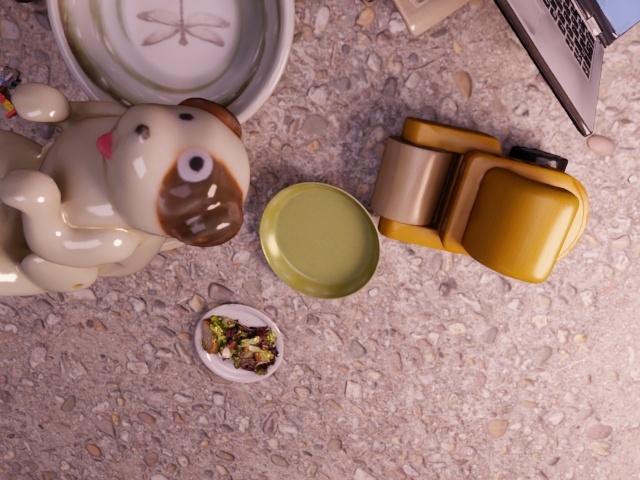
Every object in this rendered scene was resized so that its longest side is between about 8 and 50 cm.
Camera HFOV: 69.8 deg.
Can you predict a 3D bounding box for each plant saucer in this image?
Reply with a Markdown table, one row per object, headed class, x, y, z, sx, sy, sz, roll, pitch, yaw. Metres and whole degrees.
| class | x | y | z | sx | sy | sz | roll | pitch | yaw |
| --- | --- | --- | --- | --- | --- | --- | --- | --- | --- |
| plant saucer | -0.233 | -0.369 | 0.752 | 0.399 | 0.101 | 0.401 | 2 | 111 | 5 |
| plant saucer | 0.000 | 0.000 | 0.873 | 0.240 | 0.037 | 0.241 | 8 | 116 | 17 |

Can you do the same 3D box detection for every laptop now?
| class | x | y | z | sx | sy | sz | roll | pitch | yaw |
| --- | --- | --- | --- | --- | --- | --- | --- | --- | --- |
| laptop | 0.370 | -0.428 | 0.574 | 0.382 | 0.408 | 0.236 | 45 | 141 | -17 |

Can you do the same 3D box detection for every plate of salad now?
| class | x | y | z | sx | sy | sz | roll | pitch | yaw |
| --- | --- | --- | --- | --- | --- | --- | --- | --- | --- |
| plate of salad | -0.179 | 0.230 | 0.993 | 0.199 | 0.048 | 0.200 | 2 | 109 | 6 |

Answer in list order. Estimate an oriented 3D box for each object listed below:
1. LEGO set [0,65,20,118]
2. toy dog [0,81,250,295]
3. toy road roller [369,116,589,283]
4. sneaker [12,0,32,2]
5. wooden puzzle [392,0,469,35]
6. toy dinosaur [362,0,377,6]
| class | x | y | z | sx | sy | sz | roll | pitch | yaw |
| --- | --- | --- | --- | --- | --- | --- | --- | --- | --- |
| LEGO set | -0.661 | -0.249 | 0.870 | 0.182 | 0.060 | 0.245 | 7 | 110 | 0 |
| toy dog | -0.294 | -0.059 | 0.708 | 0.407 | 0.285 | 0.395 | -18 | 145 | 31 |
| toy road roller | 0.253 | -0.059 | 0.734 | 0.329 | 0.241 | 0.203 | 13 | 111 | 2 |
| sneaker | -0.452 | -0.544 | 0.703 | 0.179 | 0.125 | 0.322 | -5 | 125 | -8 |
| wooden puzzle | 0.172 | -0.469 | 0.677 | 0.220 | 0.044 | 0.239 | -33 | 105 | 3 |
| toy dinosaur | 0.097 | -0.419 | 0.721 | 0.092 | 0.053 | 0.183 | -40 | 101 | 16 |
